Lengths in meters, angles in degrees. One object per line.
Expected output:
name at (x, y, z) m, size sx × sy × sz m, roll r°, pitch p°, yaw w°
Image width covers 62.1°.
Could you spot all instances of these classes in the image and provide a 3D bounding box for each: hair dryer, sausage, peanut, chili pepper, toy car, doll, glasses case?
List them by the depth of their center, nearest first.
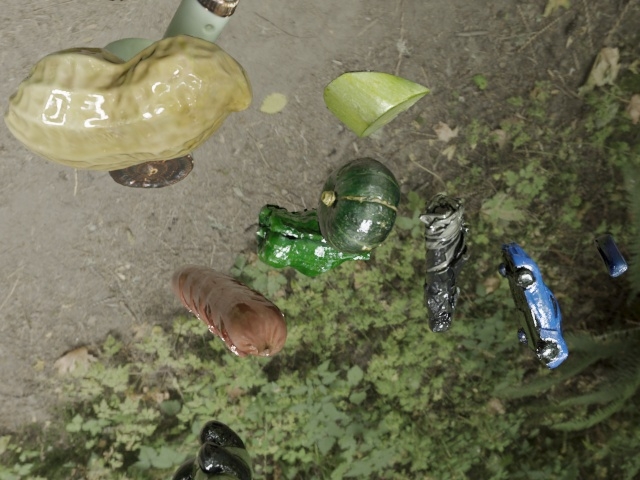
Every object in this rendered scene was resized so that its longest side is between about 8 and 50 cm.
peanut at (-0.188, -0.136, 0.548) m, size 0.233 × 0.197 × 0.110 m, roll -7°, pitch 86°, yaw 2°
hair dryer at (-0.204, -0.241, 0.733) m, size 0.128 × 0.203 × 0.362 m, roll 2°, pitch 155°, yaw -38°
sausage at (-0.148, 0.095, 0.800) m, size 0.088 × 0.433 × 0.087 m, roll -4°, pitch 99°, yaw -27°
toy car at (0.351, 0.102, 0.873) m, size 0.063 × 0.103 × 0.216 m, roll -17°, pitch 95°, yaw 5°
doll at (-0.187, 0.434, 0.957) m, size 0.135 × 0.234 × 0.143 m, roll 30°, pitch 90°, yaw -7°
glasses case at (0.527, 0.024, 0.969) m, size 0.023 × 0.083 × 0.033 m, roll 19°, pitch 136°, yaw -32°
chili pepper at (-0.001, 0.011, 1.445) m, size 0.385 × 0.213 × 0.167 m, roll 5°, pitch 114°, yaw -29°

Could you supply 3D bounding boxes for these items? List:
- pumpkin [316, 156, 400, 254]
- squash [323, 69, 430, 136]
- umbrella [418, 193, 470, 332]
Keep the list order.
pumpkin at (0.071, -0.066, 1.023) m, size 0.146 × 0.190 × 0.190 m, roll 33°, pitch 103°, yaw -16°
squash at (0.137, -0.396, 1.462) m, size 0.237 × 0.204 × 0.155 m, roll -35°, pitch 86°, yaw 37°
umbrella at (0.276, 0.066, 1.166) m, size 0.106 × 0.113 × 0.357 m, roll 7°, pitch 128°, yaw 21°
